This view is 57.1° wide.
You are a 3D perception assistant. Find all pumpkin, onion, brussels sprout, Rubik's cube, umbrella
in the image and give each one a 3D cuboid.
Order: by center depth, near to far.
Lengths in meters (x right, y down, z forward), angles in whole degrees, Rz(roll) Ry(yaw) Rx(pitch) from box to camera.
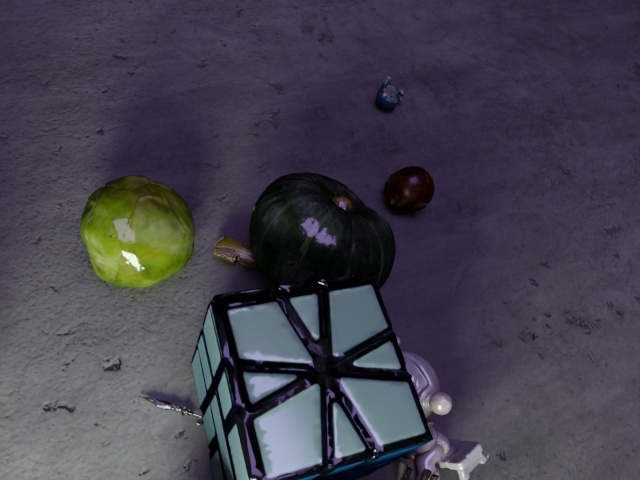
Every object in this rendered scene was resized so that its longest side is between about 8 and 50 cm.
[{"bbox_3d":[-0.037,0.250,0.957,0.288,0.283,0.294,-5,59,-21],"label":"Rubik's cube"},{"bbox_3d":[-0.258,0.291,1.028,0.122,0.013,0.022,25,78,-3],"label":"umbrella"},{"bbox_3d":[-0.337,-0.019,1.097,0.223,0.161,0.223,6,67,-14],"label":"brussels sprout"},{"bbox_3d":[0.000,0.000,1.143,0.300,0.207,0.300,21,28,-12],"label":"pumpkin"},{"bbox_3d":[0.208,-0.118,1.357,0.117,0.118,0.119,-25,70,-32],"label":"onion"}]

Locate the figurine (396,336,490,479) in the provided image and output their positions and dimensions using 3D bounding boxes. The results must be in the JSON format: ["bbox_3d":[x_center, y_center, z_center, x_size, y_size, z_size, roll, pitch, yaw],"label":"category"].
[{"bbox_3d":[0.173,0.299,1.044,0.144,0.182,0.257,-24,90,-14],"label":"figurine"}]

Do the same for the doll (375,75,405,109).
[{"bbox_3d":[0.180,-0.375,1.532,0.076,0.050,0.083,36,53,-16],"label":"doll"}]

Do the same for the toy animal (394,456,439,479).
[{"bbox_3d":[0.113,0.477,0.898,0.087,0.243,0.260,8,65,30],"label":"toy animal"}]

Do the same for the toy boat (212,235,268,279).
[{"bbox_3d":[-0.147,0.039,1.191,0.149,0.047,0.049,23,70,0],"label":"toy boat"}]
